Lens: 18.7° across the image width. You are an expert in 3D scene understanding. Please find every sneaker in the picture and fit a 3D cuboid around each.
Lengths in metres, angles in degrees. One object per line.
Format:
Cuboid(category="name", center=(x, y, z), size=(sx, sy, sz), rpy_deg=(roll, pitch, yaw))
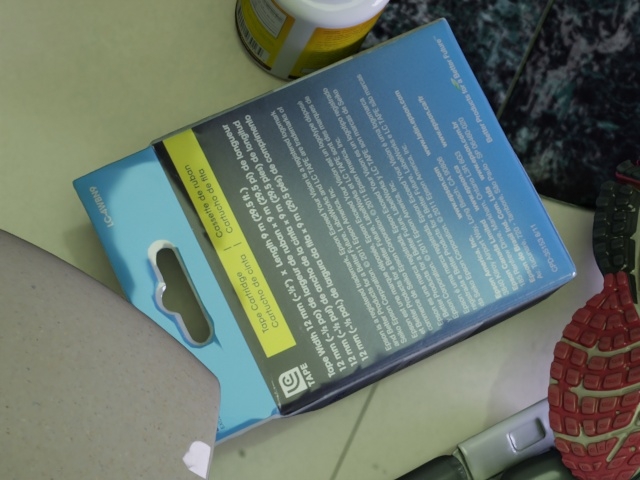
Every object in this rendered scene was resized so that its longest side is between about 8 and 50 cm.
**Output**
Cuboid(category="sneaker", center=(0.278, 0.076, 1.622), size=(0.121, 0.112, 0.299), rpy_deg=(2, 57, 31))

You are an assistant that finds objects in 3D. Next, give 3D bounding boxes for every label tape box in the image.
Cuboid(category="label tape box", center=(0.000, 0.000, 1.624), size=(0.348, 0.115, 0.249), rpy_deg=(-25, 82, -12))

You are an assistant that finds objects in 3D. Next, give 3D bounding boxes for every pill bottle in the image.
Cuboid(category="pill bottle", center=(-0.001, -0.215, 1.616), size=(0.117, 0.215, 0.117), rpy_deg=(2, 77, -10))

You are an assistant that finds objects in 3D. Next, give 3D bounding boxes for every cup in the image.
Cuboid(category="cup", center=(-0.206, 0.161, 1.432), size=(0.237, 0.331, 0.331), rpy_deg=(13, 75, -6))

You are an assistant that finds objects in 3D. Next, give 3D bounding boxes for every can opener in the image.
Cuboid(category="can opener", center=(0.108, 0.213, 1.604), size=(0.280, 0.093, 0.074), rpy_deg=(-25, 95, -16))
